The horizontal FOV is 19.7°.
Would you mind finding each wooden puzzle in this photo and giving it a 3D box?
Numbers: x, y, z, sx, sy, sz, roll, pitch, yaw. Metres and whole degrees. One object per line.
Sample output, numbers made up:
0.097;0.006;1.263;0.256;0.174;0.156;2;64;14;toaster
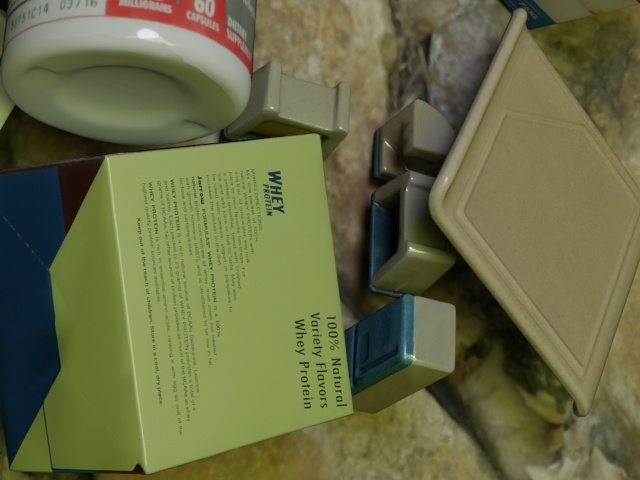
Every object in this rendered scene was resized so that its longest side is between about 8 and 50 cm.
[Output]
0.165;-0.021;1.382;0.239;0.044;0.221;55;42;-28;wooden puzzle

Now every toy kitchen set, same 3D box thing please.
0.000;0.000;1.345;0.166;0.122;0.207;14;64;-23;toy kitchen set

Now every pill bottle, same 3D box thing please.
-0.117;-0.221;1.218;0.161;0.161;0.283;12;68;-24;pill bottle

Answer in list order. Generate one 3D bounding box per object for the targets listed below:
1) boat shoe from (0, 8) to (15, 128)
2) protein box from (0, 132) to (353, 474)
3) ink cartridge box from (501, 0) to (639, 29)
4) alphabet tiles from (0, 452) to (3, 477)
-0.279;-0.051;1.222;0.084;0.095;0.258;34;66;-16;boat shoe
-0.102;0.038;1.230;0.201;0.136;0.200;-10;94;-49;protein box
0.225;-0.240;1.362;0.078;0.231;0.134;44;74;-18;ink cartridge box
-0.269;0.240;1.262;0.237;0.009;0.198;9;86;-24;alphabet tiles
